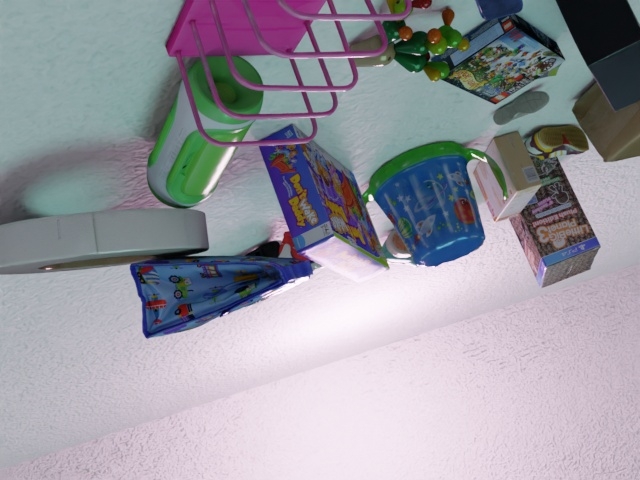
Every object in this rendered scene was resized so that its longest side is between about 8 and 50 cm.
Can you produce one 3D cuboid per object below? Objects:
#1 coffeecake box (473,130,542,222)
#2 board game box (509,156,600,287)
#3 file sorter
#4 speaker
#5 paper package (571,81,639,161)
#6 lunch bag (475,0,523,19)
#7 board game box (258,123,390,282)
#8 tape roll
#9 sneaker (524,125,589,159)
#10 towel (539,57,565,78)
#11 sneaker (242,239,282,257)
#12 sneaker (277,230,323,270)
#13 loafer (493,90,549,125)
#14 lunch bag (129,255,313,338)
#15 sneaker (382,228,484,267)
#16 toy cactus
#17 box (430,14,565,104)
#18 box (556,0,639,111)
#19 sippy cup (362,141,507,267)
[{"bbox_3d":[0.436,-0.146,2.024,0.068,0.142,0.185,-16,161,-12],"label":"coffeecake box"},{"bbox_3d":[0.572,-0.056,2.185,0.141,0.291,0.232,-22,161,4],"label":"board game box"},{"bbox_3d":[-0.045,-0.270,1.119,0.202,0.182,0.290,-8,158,-31],"label":"file sorter"},{"bbox_3d":[-0.189,-0.164,1.357,0.131,0.131,0.296,-10,159,-29],"label":"speaker"},{"bbox_3d":[0.766,-0.329,1.821,0.310,0.168,0.325,-12,159,-27],"label":"paper package"},{"bbox_3d":[0.267,-0.385,1.302,0.067,0.065,0.098,-11,159,18],"label":"lunch bag"},{"bbox_3d":[0.015,-0.060,1.689,0.078,0.233,0.347,-25,161,15],"label":"board game box"},{"bbox_3d":[-0.390,0.005,1.509,0.392,0.072,0.392,-6,177,0],"label":"tape roll"},{"bbox_3d":[0.559,-0.230,2.053,0.186,0.069,0.084,1,161,-34],"label":"sneaker"},{"bbox_3d":[0.440,-0.336,1.708,0.083,0.009,0.060,-16,160,-13],"label":"towel"},{"bbox_3d":[-0.182,0.068,2.083,0.121,0.079,0.217,-3,156,-42],"label":"sneaker"},{"bbox_3d":[0.000,0.000,2.056,0.107,0.118,0.279,16,-163,27],"label":"sneaker"},{"bbox_3d":[0.424,-0.280,1.808,0.125,0.045,0.039,-24,179,30],"label":"loafer"},{"bbox_3d":[-0.155,0.073,1.550,0.293,0.138,0.221,-13,177,12],"label":"lunch bag"},{"bbox_3d":[0.305,0.010,2.401,0.302,0.108,0.121,-4,157,-21],"label":"sneaker"},{"bbox_3d":[0.130,-0.316,1.346,0.181,0.112,0.219,-7,169,22],"label":"toy cactus"},{"bbox_3d":[0.326,-0.327,1.559,0.159,0.044,0.233,-32,158,30],"label":"box"},{"bbox_3d":[0.484,-0.348,1.448,0.103,0.184,0.261,-28,159,21],"label":"box"},{"bbox_3d":[0.254,-0.068,1.930,0.240,0.224,0.305,0,153,-46],"label":"sippy cup"}]
